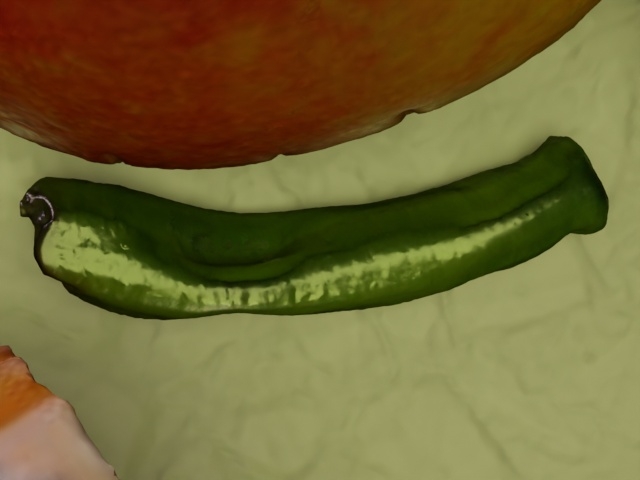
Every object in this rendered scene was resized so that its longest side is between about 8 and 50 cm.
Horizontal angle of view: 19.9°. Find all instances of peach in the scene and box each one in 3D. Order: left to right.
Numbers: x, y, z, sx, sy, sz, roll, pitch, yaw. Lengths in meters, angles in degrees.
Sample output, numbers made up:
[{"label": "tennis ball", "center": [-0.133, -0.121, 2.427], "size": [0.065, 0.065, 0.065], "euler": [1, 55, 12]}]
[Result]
[{"label": "peach", "center": [-0.039, -0.147, 0.546], "size": [0.275, 0.245, 0.248], "euler": [-25, 70, 7]}]

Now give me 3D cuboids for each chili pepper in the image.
[{"label": "chili pepper", "center": [0.000, 0.000, 0.629], "size": [0.202, 0.050, 0.052], "euler": [-7, 58, -10]}]

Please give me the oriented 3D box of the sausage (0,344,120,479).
[{"label": "sausage", "center": [-0.149, 0.198, 0.502], "size": [0.287, 0.233, 0.233], "euler": [-34, 99, -17]}]
